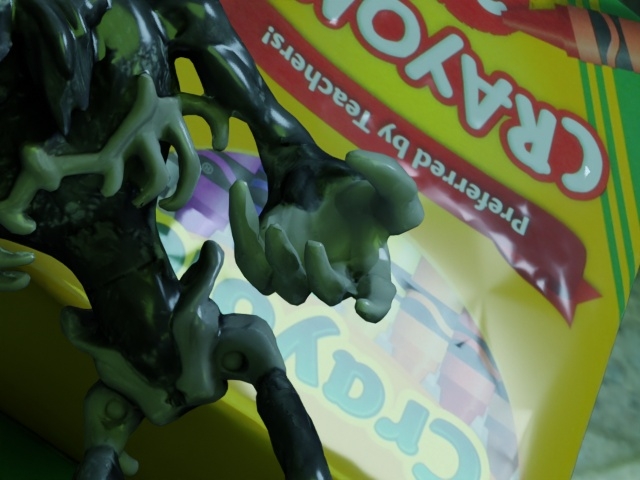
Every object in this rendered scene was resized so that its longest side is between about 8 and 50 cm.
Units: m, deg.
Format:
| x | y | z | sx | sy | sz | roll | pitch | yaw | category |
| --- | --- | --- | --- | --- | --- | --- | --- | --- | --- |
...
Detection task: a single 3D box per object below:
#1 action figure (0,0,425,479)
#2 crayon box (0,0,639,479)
| x | y | z | sx | sy | sz | roll | pitch | yaw | category |
| --- | --- | --- | --- | --- | --- | --- | --- | --- | --- |
| -0.048 | 0.020 | 0.479 | 0.275 | 0.164 | 0.141 | 61 | 2 | -11 | action figure |
| 0.000 | 0.000 | 0.654 | 0.202 | 0.081 | 0.318 | 35 | 49 | -12 | crayon box |
